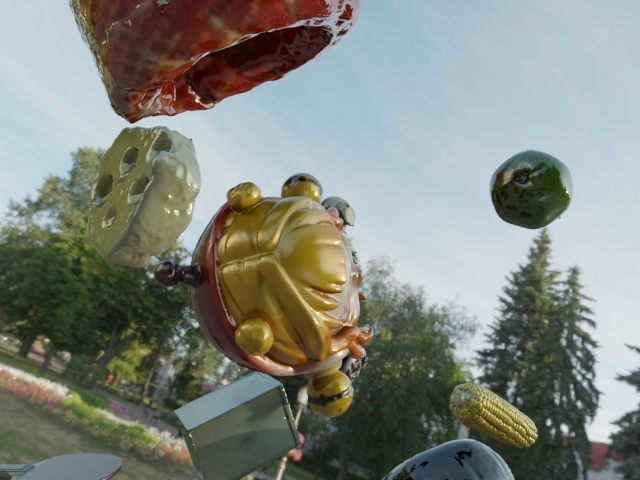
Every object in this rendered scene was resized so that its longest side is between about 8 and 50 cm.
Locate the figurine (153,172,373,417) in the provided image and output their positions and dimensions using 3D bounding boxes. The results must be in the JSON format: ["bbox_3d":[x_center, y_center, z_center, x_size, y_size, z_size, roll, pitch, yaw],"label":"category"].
[{"bbox_3d":[-0.042,0.059,0.623,0.196,0.320,0.323,-14,-22,13],"label":"figurine"}]

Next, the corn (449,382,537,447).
[{"bbox_3d":[0.278,0.283,0.794,0.206,0.067,0.067,34,-26,-31],"label":"corn"}]

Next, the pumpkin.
[{"bbox_3d":[0.252,0.558,0.998,0.315,0.238,0.315,-16,-36,-12],"label":"pumpkin"}]

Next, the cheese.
[{"bbox_3d":[-0.369,-0.106,1.025,0.318,0.326,0.115,-34,-36,31],"label":"cheese"}]

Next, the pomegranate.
[{"bbox_3d":[0.490,-0.104,1.148,0.181,0.181,0.224,7,-16,30],"label":"pomegranate"}]

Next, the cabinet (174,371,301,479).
[{"bbox_3d":[-0.179,0.398,1.057,0.150,0.206,0.145,-2,-73,63],"label":"cabinet"}]

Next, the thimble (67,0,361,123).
[{"bbox_3d":[-0.134,-0.308,0.604,0.350,0.350,0.231,-13,-79,53],"label":"thimble"}]

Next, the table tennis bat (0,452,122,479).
[{"bbox_3d":[-0.486,0.405,0.866,0.274,0.021,0.154,-3,-3,7],"label":"table tennis bat"}]

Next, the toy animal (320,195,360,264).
[{"bbox_3d":[0.016,0.004,1.249,0.168,0.121,0.233,45,-70,-6],"label":"toy animal"}]
